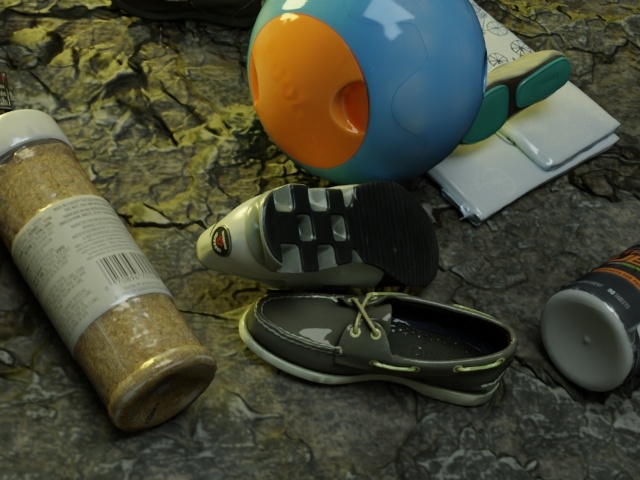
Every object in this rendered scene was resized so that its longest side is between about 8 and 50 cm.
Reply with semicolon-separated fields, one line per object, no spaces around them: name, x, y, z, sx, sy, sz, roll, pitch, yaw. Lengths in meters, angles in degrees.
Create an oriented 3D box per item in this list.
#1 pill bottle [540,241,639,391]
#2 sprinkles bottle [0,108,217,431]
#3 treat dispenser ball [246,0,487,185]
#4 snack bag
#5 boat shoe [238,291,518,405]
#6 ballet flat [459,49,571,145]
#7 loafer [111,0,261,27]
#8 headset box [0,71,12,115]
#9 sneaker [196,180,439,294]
pill bottle;0.384;0.075;1.536;0.245;0.130;0.130;-26;63;-38
sprinkles bottle;-0.246;0.025;1.325;0.121;0.121;0.355;-19;60;-34
treat dispenser ball;0.056;-0.207;1.540;0.288;0.288;0.288;12;47;-13
snack bag;0.207;-0.193;1.767;0.342;0.037;0.323;-28;66;-38
boat shoe;0.066;0.102;1.406;0.304;0.091;0.109;12;47;-12
ballet flat;0.232;-0.195;1.713;0.248;0.086;0.086;-27;65;-36
loafer;-0.178;-0.342;1.710;0.220;0.078;0.080;2;50;-21
headset box;-0.404;-0.166;1.492;0.083;0.032;0.062;-2;51;-23
sneaker;0.000;0.000;1.457;0.330;0.146;0.123;8;72;-47
